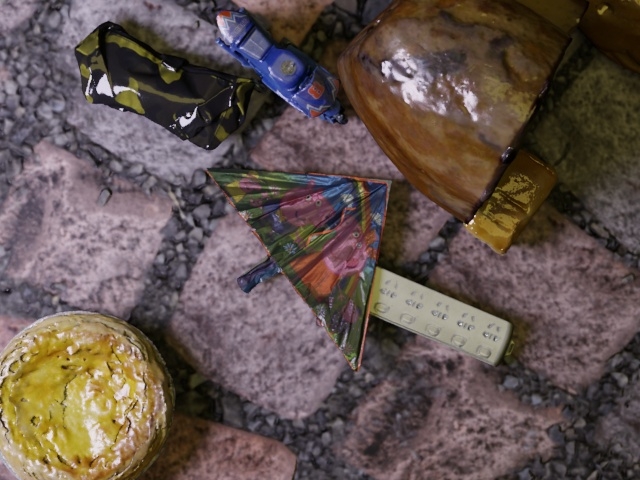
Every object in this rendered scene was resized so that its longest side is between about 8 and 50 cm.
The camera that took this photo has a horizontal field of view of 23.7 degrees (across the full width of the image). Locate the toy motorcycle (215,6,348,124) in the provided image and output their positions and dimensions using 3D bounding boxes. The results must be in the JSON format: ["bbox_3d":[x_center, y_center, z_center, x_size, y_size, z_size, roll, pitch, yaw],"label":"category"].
[{"bbox_3d":[-0.045,-0.211,1.883,0.205,0.114,0.076,39,88,-3],"label":"toy motorcycle"}]

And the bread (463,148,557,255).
[{"bbox_3d":[0.239,-0.051,1.928,0.074,0.053,0.132,38,86,-2],"label":"bread"}]

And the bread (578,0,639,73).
[{"bbox_3d":[0.424,-0.396,1.885,0.328,0.148,0.337,39,86,-8],"label":"bread"}]

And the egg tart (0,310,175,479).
[{"bbox_3d":[-0.294,0.201,1.875,0.234,0.094,0.234,0,86,-3],"label":"egg tart"}]

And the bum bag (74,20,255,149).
[{"bbox_3d":[-0.201,-0.192,1.898,0.232,0.060,0.107,21,91,5],"label":"bum bag"}]

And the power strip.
[{"bbox_3d":[0.131,0.090,1.933,0.252,0.027,0.060,23,88,-3],"label":"power strip"}]

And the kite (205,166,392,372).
[{"bbox_3d":[0.000,0.000,1.918,0.234,0.016,0.321,-36,86,-4],"label":"kite"}]

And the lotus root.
[{"bbox_3d":[0.173,-0.216,1.801,0.250,0.316,0.316,37,87,0],"label":"lotus root"}]
